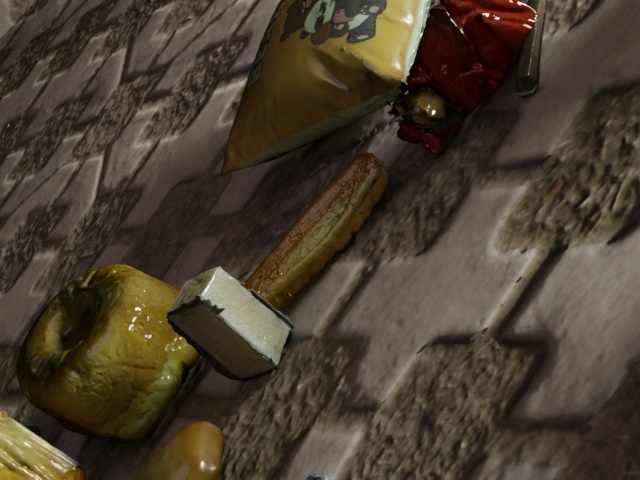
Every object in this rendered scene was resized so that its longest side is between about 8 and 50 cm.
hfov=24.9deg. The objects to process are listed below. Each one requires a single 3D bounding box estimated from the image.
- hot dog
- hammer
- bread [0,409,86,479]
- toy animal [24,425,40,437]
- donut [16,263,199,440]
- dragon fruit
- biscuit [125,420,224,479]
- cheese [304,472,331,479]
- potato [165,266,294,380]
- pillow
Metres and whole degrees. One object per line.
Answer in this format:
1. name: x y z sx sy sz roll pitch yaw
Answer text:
1. hot dog: 0.000 0.000 1.549 0.215 0.047 0.066 -50 40 6
2. hammer: 0.229 -0.260 1.515 0.125 0.027 0.297 -33 32 45
3. bread: -0.377 0.335 1.597 0.288 0.156 0.204 -53 -2 20
4. toy animal: -0.449 0.276 1.808 0.218 0.180 0.116 -146 67 -65
5. donut: -0.250 0.127 1.715 0.261 0.128 0.208 -6 51 55
6. dragon fruit: 0.128 -0.186 1.496 0.192 0.092 0.122 -59 16 21
7. biscuit: -0.193 0.329 1.413 0.291 0.062 0.236 -44 26 29
8. cheese: -0.036 0.282 1.252 0.171 0.047 0.092 -53 26 -1
9. potato: -0.095 0.086 1.516 0.086 0.122 0.061 -24 31 44
10. pillow: 0.023 -0.240 1.726 0.312 0.119 0.310 -22 43 45
